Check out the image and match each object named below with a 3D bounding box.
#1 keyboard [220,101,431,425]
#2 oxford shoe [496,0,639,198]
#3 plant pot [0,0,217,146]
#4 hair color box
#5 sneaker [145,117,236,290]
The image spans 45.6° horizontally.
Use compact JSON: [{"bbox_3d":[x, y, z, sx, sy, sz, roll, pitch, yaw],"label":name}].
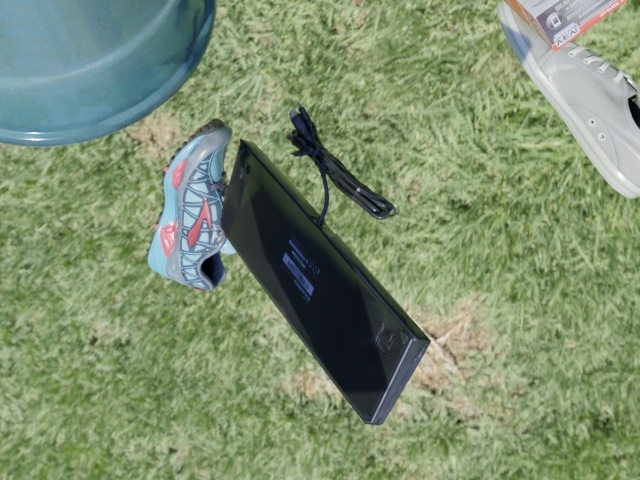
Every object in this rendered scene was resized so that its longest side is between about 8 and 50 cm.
[{"bbox_3d":[0.000,0.000,0.727,0.317,0.033,0.202,49,132,37],"label":"keyboard"},{"bbox_3d":[0.483,-0.286,1.384,0.130,0.169,0.449,-43,71,35],"label":"oxford shoe"},{"bbox_3d":[-0.278,-0.313,0.668,0.341,0.341,0.334,18,159,6],"label":"plant pot"},{"bbox_3d":[0.245,-0.280,0.811,0.093,0.167,0.053,-35,126,15],"label":"hair color box"},{"bbox_3d":[-0.141,-0.040,1.011,0.125,0.104,0.262,30,129,10],"label":"sneaker"}]
